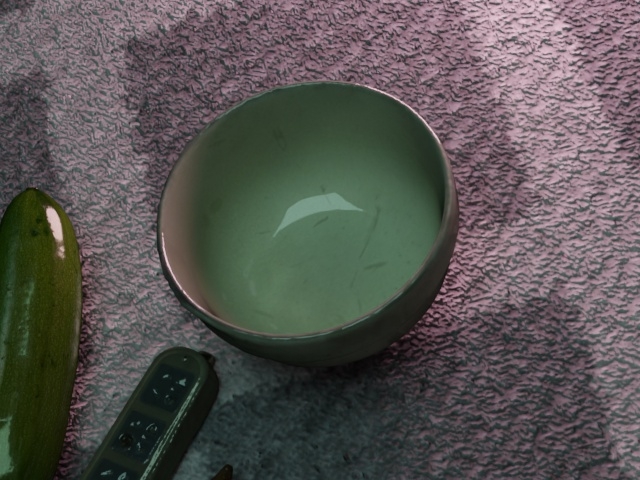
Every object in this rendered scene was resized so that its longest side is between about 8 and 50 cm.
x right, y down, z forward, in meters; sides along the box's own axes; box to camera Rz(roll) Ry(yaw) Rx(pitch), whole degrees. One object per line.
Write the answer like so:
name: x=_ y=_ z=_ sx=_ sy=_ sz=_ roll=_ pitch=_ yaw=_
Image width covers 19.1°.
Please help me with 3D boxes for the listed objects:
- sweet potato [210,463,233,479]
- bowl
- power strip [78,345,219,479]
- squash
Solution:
sweet potato: x=-0.146 y=0.315 z=1.873 sx=0.065 sy=0.051 sz=0.218 roll=30 pitch=74 yaw=31
bowl: x=0.000 y=0.000 z=1.939 sx=0.307 sy=0.163 sz=0.307 roll=-8 pitch=59 yaw=13
power strip: x=-0.189 y=0.229 z=1.940 sx=0.080 sy=0.048 sz=0.286 roll=21 pitch=68 yaw=26
squash: x=-0.309 y=0.130 z=1.995 sx=0.107 sy=0.107 sz=0.395 roll=-6 pitch=62 yaw=15
